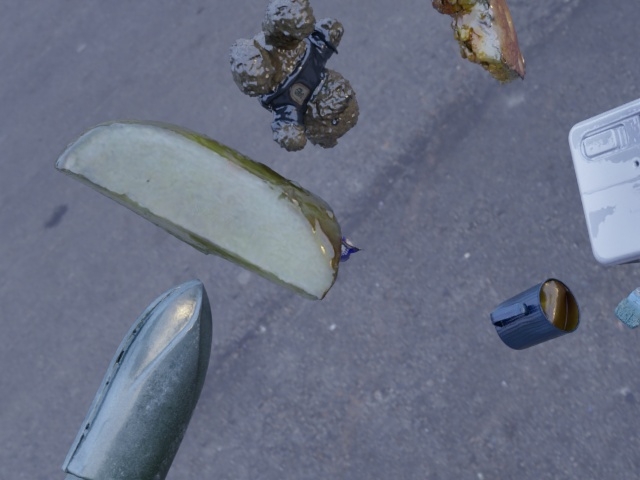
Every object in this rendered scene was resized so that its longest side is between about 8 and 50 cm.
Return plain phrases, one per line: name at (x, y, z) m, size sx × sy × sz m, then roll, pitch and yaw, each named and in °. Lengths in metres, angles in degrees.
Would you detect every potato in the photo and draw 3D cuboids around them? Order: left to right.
potato at (-0.132, -0.058, 0.924) m, size 0.269 × 0.255 × 0.112 m, roll 15°, pitch 78°, yaw 55°

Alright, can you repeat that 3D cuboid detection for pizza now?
pizza at (0.195, -0.326, 1.241) m, size 0.086 × 0.305 × 0.161 m, roll -15°, pitch 37°, yaw 26°

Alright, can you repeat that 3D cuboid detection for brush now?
brush at (0.678, 0.094, 1.855) m, size 0.196 × 0.021 × 0.070 m, roll -48°, pitch 38°, yaw 5°

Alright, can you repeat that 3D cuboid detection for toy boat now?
toy boat at (-0.229, 0.198, 1.240) m, size 0.092 × 0.141 × 0.319 m, roll 14°, pitch 76°, yaw 47°

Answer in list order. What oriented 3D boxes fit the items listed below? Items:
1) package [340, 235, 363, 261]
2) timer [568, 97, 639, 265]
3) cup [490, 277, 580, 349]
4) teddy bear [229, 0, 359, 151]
package at (0.000, -0.001, 1.193) m, size 0.077 × 0.111 × 0.033 m, roll -21°, pitch 48°, yaw 57°
timer at (0.465, -0.082, 1.177) m, size 0.192 × 0.195 × 0.194 m, roll -21°, pitch 75°, yaw 52°
cup at (0.423, 0.145, 1.866) m, size 0.138 × 0.150 × 0.113 m, roll -35°, pitch 29°, yaw 48°
teddy bear at (-0.035, -0.213, 1.148) m, size 0.129 × 0.251 × 0.182 m, roll 29°, pitch 82°, yaw 35°
